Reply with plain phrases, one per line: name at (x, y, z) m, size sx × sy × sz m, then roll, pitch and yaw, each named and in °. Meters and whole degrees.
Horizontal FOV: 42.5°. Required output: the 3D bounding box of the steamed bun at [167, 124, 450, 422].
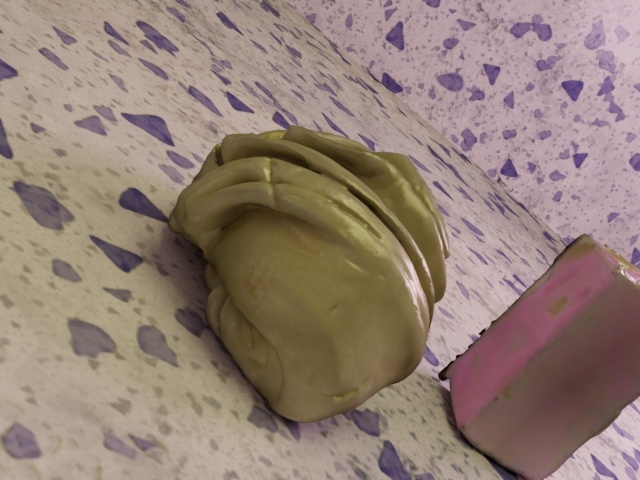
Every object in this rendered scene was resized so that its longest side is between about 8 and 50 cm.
steamed bun at (0.002, 0.002, 0.783) m, size 0.276 × 0.203 × 0.289 m, roll 41°, pitch 20°, yaw -4°

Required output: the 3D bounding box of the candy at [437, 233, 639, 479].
candy at (0.280, 0.136, 0.947) m, size 0.155 × 0.265 × 0.116 m, roll 36°, pitch 17°, yaw -17°
